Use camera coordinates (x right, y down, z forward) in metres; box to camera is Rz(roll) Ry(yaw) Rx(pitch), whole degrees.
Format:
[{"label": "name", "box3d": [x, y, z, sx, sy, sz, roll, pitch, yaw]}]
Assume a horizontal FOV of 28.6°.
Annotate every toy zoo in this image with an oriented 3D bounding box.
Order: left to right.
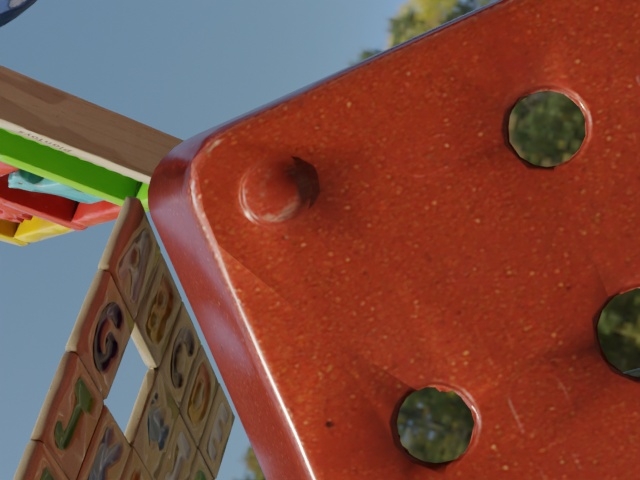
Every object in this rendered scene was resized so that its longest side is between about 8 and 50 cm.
[{"label": "toy zoo", "box3d": [-0.224, -0.049, 0.769, 0.192, 0.293, 0.030, 21, -109, -32]}]

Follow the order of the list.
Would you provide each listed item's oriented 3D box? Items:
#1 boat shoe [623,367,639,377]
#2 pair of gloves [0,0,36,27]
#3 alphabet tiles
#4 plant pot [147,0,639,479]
[{"label": "boat shoe", "box3d": [0.185, 0.215, 0.586, 0.103, 0.113, 0.302, 27, -121, -45]}, {"label": "pair of gloves", "box3d": [-0.205, -0.225, 0.709, 0.198, 0.159, 0.023, 59, -179, -16]}, {"label": "alphabet tiles", "box3d": [-0.084, 0.129, 0.576, 0.237, 0.009, 0.198, 75, -155, -52]}, {"label": "plant pot", "box3d": [0.090, 0.034, 0.417, 0.236, 0.267, 0.267, 53, -167, -83]}]
